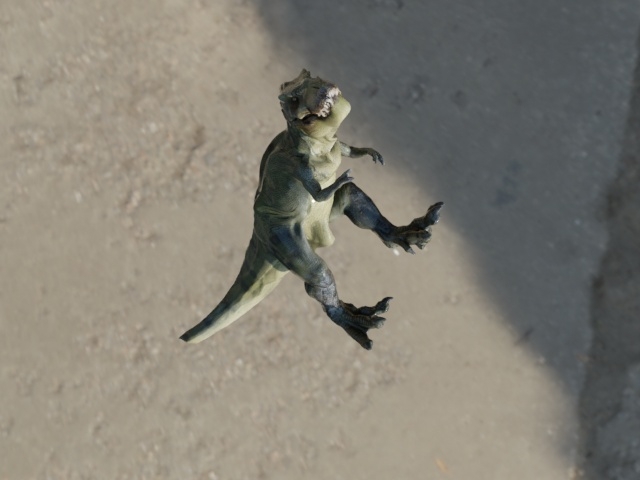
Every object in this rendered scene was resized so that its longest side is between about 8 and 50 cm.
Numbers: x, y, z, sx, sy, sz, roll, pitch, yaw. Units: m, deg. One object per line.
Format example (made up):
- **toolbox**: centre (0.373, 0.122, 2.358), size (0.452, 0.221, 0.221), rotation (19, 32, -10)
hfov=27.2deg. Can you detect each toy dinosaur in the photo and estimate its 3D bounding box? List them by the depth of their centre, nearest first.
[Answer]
- **toy dinosaur**: centre (0.000, 0.000, 0.815), size (0.118, 0.064, 0.268), rotation (26, 135, 0)
